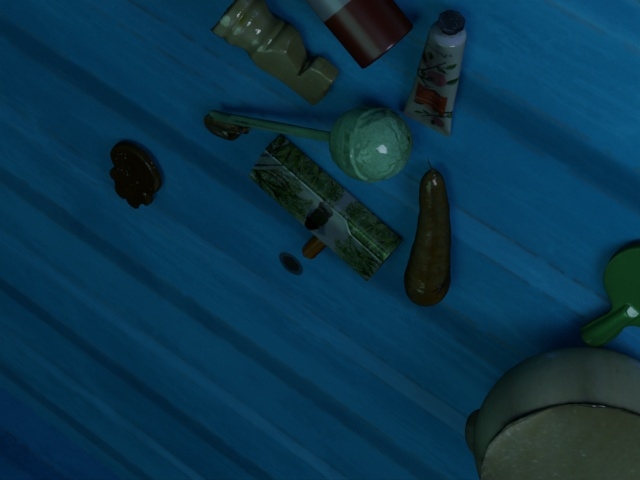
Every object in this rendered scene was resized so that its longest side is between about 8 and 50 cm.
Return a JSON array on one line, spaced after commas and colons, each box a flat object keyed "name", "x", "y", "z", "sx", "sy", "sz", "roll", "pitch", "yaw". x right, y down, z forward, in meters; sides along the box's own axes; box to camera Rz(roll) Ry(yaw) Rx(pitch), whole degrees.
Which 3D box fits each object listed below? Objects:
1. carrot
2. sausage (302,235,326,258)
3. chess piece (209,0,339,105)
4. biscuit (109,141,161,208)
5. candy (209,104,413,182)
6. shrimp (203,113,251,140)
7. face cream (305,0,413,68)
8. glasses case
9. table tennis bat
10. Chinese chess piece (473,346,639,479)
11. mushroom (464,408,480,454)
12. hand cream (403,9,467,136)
[{"name": "carrot", "x": 0.173, "y": -0.013, "z": 1.872, "sx": 0.078, "sy": 0.078, "sz": 0.298, "roll": 25, "pitch": 139, "yaw": 26}, {"name": "sausage", "x": 0.000, "y": 0.000, "z": 2.101, "sx": 0.031, "sy": 0.031, "sz": 0.107, "roll": 44, "pitch": 148, "yaw": 0}, {"name": "chess piece", "x": -0.063, "y": -0.290, "z": 1.817, "sx": 0.200, "sy": 0.090, "sz": 0.090, "roll": 39, "pitch": 148, "yaw": -13}, {"name": "biscuit", "x": -0.366, "y": -0.130, "z": 2.353, "sx": 0.124, "sy": 0.026, "sz": 0.175, "roll": 42, "pitch": 147, "yaw": 6}, {"name": "candy", "x": -0.031, "y": -0.171, "z": 1.893, "sx": 0.439, "sy": 0.119, "sz": 0.119, "roll": 14, "pitch": 137, "yaw": 45}, {"name": "shrimp", "x": -0.158, "y": -0.191, "z": 2.069, "sx": 0.108, "sy": 0.023, "sz": 0.059, "roll": 19, "pitch": 149, "yaw": 33}, {"name": "face cream", "x": 0.025, "y": -0.346, "z": 1.631, "sx": 0.214, "sy": 0.096, "sz": 0.096, "roll": 50, "pitch": 147, "yaw": -9}, {"name": "glasses case", "x": 0.005, "y": -0.053, "z": 2.009, "sx": 0.272, "sy": 0.062, "sz": 0.095, "roll": 41, "pitch": 147, "yaw": 5}, {"name": "table tennis bat", "x": 0.458, "y": 0.090, "z": 1.711, "sx": 0.160, "sy": 0.039, "sz": 0.257, "roll": 42, "pitch": 142, "yaw": 1}, {"name": "Chinese chess piece", "x": 0.401, "y": 0.321, "z": 1.821, "sx": 0.338, "sy": 0.141, "sz": 0.338, "roll": 6, "pitch": 127, "yaw": 8}, {"name": "mushroom", "x": 0.327, "y": 0.325, "z": 2.018, "sx": 0.166, "sy": 0.127, "sz": 0.166, "roll": 9, "pitch": 176, "yaw": 1}, {"name": "hand cream", "x": 0.163, "y": -0.229, "z": 1.667, "sx": 0.080, "sy": 0.050, "sz": 0.234, "roll": 30, "pitch": 151, "yaw": 14}]
